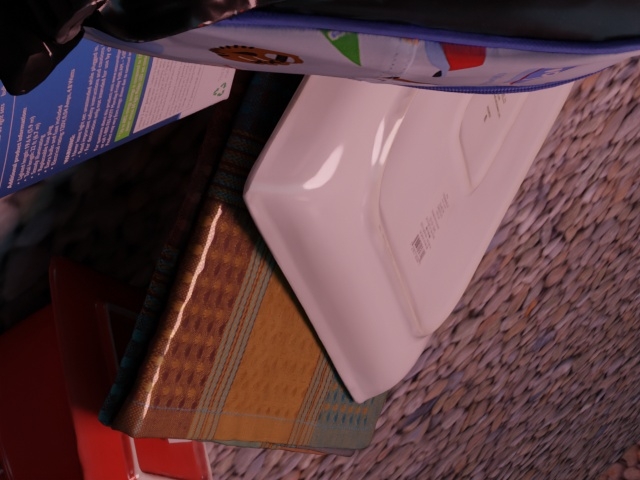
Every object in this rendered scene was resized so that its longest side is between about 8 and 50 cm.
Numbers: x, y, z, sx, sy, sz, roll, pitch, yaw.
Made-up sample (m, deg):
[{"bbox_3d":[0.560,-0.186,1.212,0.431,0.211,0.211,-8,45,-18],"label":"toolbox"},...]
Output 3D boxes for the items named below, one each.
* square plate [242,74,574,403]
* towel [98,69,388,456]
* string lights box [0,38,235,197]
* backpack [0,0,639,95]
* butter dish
[{"bbox_3d":[0.089,-0.092,0.951,0.344,0.049,0.347,-61,159,-16],"label":"square plate"},{"bbox_3d":[0.000,0.000,0.960,0.370,0.040,0.271,22,88,-68],"label":"towel"},{"bbox_3d":[-0.142,-0.086,0.646,0.259,0.077,0.133,-28,150,-39],"label":"string lights box"},{"bbox_3d":[0.032,-0.164,0.532,0.213,0.263,0.277,-143,-117,-85],"label":"backpack"},{"bbox_3d":[-0.143,0.108,0.903,0.118,0.160,0.160,-20,161,16],"label":"butter dish"}]
